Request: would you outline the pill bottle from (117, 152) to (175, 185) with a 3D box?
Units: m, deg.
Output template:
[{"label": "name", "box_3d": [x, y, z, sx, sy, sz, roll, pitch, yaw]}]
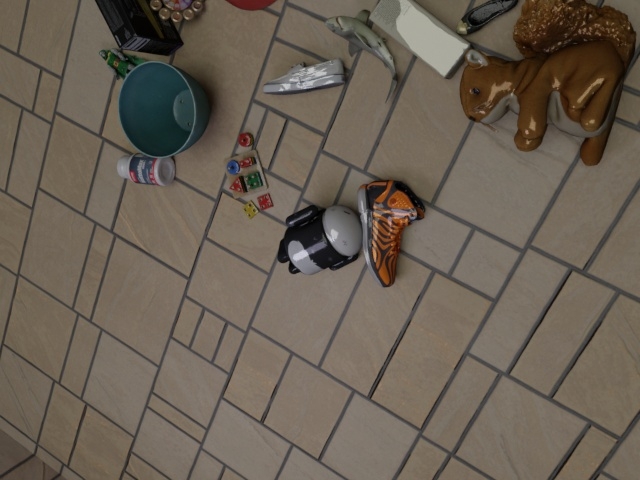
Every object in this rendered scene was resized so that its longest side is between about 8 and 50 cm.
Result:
[{"label": "pill bottle", "box_3d": [-0.606, -0.248, 1.998, 0.180, 0.108, 0.108, 7, 104, 21]}]

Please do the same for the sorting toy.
[{"label": "sorting toy", "box_3d": [-0.252, -0.206, 1.895, 0.132, 0.046, 0.275, -14, 96, 25]}]

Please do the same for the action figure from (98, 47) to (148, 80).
[{"label": "action figure", "box_3d": [-0.670, -0.592, 1.978, 0.232, 0.063, 0.137, 35, 115, 16]}]

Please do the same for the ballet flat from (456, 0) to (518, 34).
[{"label": "ballet flat", "box_3d": [0.436, -0.602, 1.520, 0.173, 0.049, 0.057, -27, 89, 22]}]

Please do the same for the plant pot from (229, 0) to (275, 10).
[{"label": "plant pot", "box_3d": [-0.251, -0.819, 1.653, 0.275, 0.243, 0.275, 5, 103, 21]}]

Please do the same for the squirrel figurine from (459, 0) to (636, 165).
[{"label": "squirrel figurine", "box_3d": [0.550, -0.421, 1.435, 0.370, 0.281, 0.397, 19, 94, 28]}]

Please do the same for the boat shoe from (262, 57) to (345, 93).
[{"label": "boat shoe", "box_3d": [-0.052, -0.492, 1.734, 0.258, 0.095, 0.084, -5, 95, 13]}]

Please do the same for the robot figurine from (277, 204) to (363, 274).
[{"label": "robot figurine", "box_3d": [0.001, 0.000, 1.769, 0.278, 0.209, 0.174, -26, 74, 26]}]

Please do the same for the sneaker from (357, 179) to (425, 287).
[{"label": "sneaker", "box_3d": [0.220, -0.022, 1.697, 0.180, 0.124, 0.321, -8, 98, 25]}]

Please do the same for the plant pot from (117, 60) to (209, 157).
[{"label": "plant pot", "box_3d": [-0.469, -0.417, 1.855, 0.290, 0.195, 0.290, 5, 103, 22]}]

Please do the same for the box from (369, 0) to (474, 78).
[{"label": "box", "box_3d": [0.275, -0.566, 1.573, 0.275, 0.094, 0.113, 43, 113, 8]}]

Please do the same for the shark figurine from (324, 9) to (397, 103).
[{"label": "shark figurine", "box_3d": [0.132, -0.539, 1.654, 0.278, 0.166, 0.116, 43, 141, -10]}]

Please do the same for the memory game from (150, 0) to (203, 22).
[{"label": "memory game", "box_3d": [-0.454, -0.777, 1.819, 0.186, 0.012, 0.186, 0, 89, -7]}]

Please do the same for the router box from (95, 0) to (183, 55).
[{"label": "router box", "box_3d": [-0.592, -0.743, 1.810, 0.081, 0.243, 0.309, -27, 90, 25]}]
